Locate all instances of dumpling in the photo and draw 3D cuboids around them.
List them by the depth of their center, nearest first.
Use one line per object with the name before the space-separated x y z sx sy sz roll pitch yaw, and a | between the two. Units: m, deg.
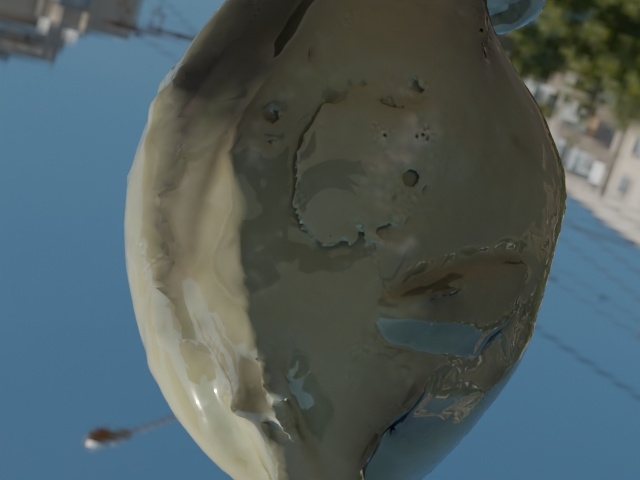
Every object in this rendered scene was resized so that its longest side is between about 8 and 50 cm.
dumpling | 0.000 0.000 0.736 0.187 0.318 0.243 21 163 -8
